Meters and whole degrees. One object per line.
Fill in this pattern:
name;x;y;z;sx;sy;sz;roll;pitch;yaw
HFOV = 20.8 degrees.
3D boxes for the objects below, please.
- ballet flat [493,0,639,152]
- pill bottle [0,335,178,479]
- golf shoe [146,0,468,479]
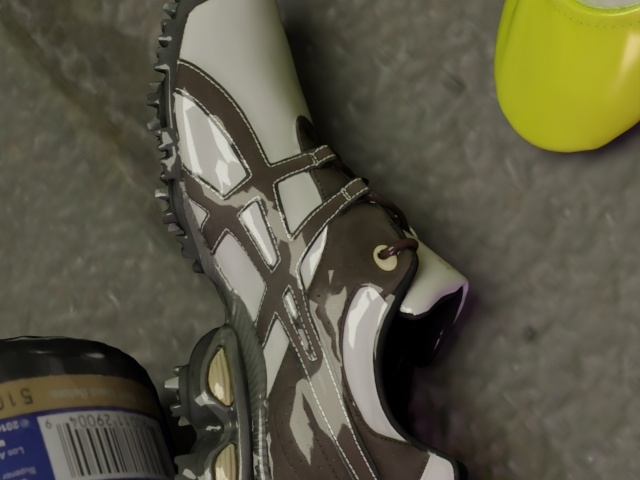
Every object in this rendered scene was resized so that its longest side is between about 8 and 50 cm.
ballet flat;0.113;-0.130;0.491;0.077;0.077;0.231;45;104;30
pill bottle;-0.078;0.149;0.523;0.122;0.123;0.219;-32;64;23
golf shoe;0.000;0.000;0.546;0.093;0.077;0.198;-10;78;15
